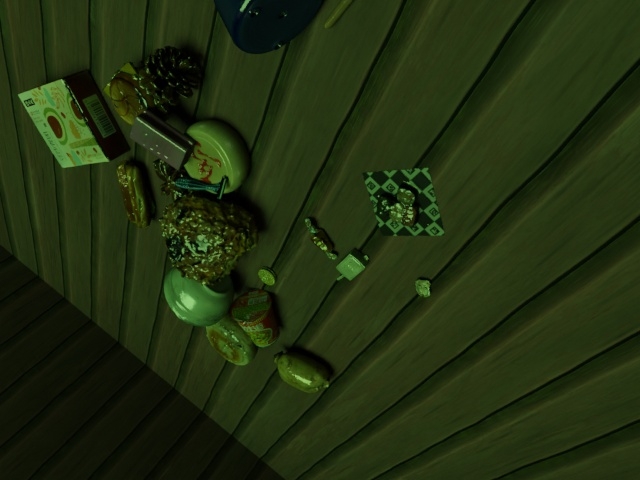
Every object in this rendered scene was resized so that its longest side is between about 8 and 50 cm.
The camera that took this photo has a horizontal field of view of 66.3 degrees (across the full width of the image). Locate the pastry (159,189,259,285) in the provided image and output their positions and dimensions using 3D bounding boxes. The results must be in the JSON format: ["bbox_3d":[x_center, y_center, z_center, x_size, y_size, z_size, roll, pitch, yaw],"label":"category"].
[{"bbox_3d":[-0.440,-0.019,1.862,0.337,0.292,0.405,45,134,-3],"label":"pastry"}]

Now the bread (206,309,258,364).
[{"bbox_3d":[-0.407,0.450,2.311,0.305,0.158,0.306,29,141,27],"label":"bread"}]

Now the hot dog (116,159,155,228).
[{"bbox_3d":[-0.799,-0.194,2.134,0.135,0.100,0.338,28,135,28],"label":"hot dog"}]

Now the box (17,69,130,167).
[{"bbox_3d":[-1.026,-0.492,2.040,0.384,0.122,0.345,1,125,36],"label":"box"}]

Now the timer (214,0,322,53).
[{"bbox_3d":[-0.194,-0.692,1.198,0.384,0.270,0.270,55,138,7],"label":"timer"}]

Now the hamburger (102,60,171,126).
[{"bbox_3d":[-0.626,-0.504,1.719,0.261,0.139,0.243,-15,115,43],"label":"hamburger"}]

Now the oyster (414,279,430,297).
[{"bbox_3d":[0.341,0.159,1.629,0.054,0.019,0.083,13,128,27],"label":"oyster"}]

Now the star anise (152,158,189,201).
[{"bbox_3d":[-0.578,-0.242,1.937,0.214,0.098,0.220,52,144,10],"label":"star anise"}]

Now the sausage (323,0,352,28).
[{"bbox_3d":[0.045,-0.581,1.242,0.026,0.026,0.116,48,138,-6],"label":"sausage"}]

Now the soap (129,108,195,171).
[{"bbox_3d":[-0.539,-0.341,1.669,0.203,0.066,0.122,34,138,-8],"label":"soap"}]

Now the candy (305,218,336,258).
[{"bbox_3d":[0.000,0.000,1.733,0.053,0.046,0.182,-18,113,46],"label":"candy"}]

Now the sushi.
[{"bbox_3d":[0.240,-0.098,1.473,0.219,0.047,0.232,0,123,37],"label":"sushi"}]

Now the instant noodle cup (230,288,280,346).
[{"bbox_3d":[-0.269,0.353,2.136,0.193,0.193,0.212,9,136,31],"label":"instant noodle cup"}]

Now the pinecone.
[{"bbox_3d":[-0.474,-0.526,1.567,0.195,0.179,0.150,-35,60,34],"label":"pinecone"}]

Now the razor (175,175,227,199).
[{"bbox_3d":[-0.425,-0.194,1.745,0.253,0.042,0.082,10,86,33],"label":"razor"}]

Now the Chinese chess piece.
[{"bbox_3d":[-0.374,-0.293,1.732,0.273,0.102,0.274,20,134,23],"label":"Chinese chess piece"}]

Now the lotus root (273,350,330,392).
[{"bbox_3d":[-0.091,0.587,2.207,0.284,0.146,0.160,25,120,21],"label":"lotus root"}]

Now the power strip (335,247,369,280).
[{"bbox_3d":[0.102,0.097,1.738,0.075,0.042,0.175,41,138,0],"label":"power strip"}]

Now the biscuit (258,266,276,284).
[{"bbox_3d":[-0.220,0.148,2.035,0.083,0.023,0.084,20,135,22],"label":"biscuit"}]

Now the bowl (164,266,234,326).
[{"bbox_3d":[-0.493,0.197,2.090,0.307,0.307,0.163,48,120,-6],"label":"bowl"}]
